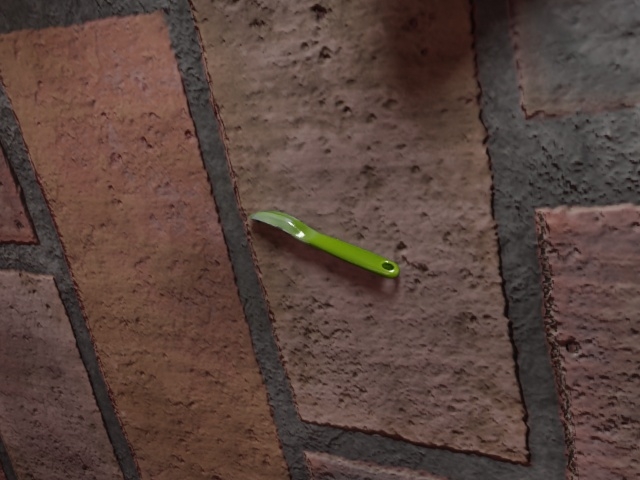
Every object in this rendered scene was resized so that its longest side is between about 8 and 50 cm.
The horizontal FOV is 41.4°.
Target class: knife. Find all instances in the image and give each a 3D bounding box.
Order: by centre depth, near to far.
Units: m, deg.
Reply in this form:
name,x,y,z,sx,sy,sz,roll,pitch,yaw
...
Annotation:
name,x,y,z,sx,sy,sz,roll,pitch,yaw
knife,0.000,0.000,0.874,0.184,0.022,0.026,22,152,24
